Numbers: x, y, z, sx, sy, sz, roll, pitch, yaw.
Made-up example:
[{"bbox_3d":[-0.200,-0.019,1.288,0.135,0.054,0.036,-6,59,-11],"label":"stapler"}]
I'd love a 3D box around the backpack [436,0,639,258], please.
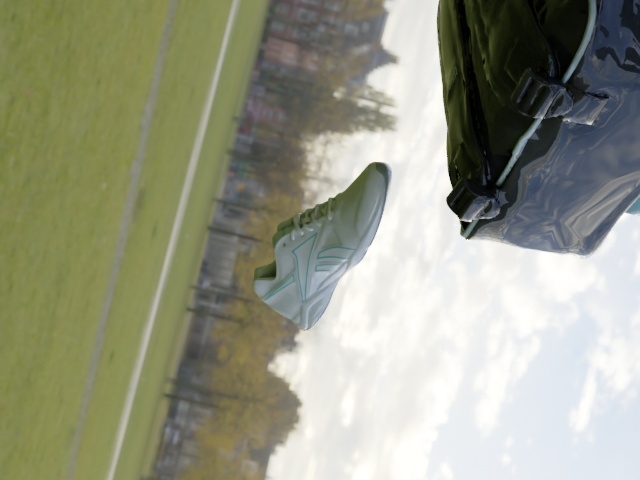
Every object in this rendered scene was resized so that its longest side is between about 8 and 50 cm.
[{"bbox_3d":[0.166,-0.142,0.658,0.225,0.191,0.254,112,-24,-51],"label":"backpack"}]

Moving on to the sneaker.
[{"bbox_3d":[0.000,0.000,0.754,0.152,0.061,0.054,-56,-171,30],"label":"sneaker"}]
